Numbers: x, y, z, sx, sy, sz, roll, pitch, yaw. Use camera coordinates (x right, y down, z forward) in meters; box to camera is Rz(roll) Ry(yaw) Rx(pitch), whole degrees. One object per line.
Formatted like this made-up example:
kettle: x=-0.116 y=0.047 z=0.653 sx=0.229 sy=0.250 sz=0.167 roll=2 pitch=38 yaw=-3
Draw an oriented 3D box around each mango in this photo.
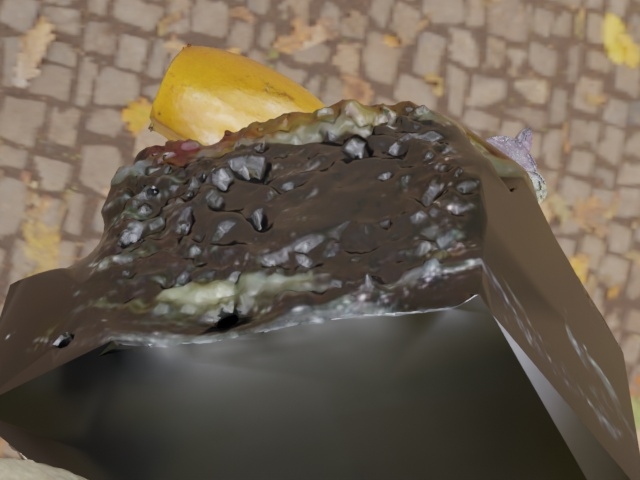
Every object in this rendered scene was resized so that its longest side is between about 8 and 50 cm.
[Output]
mango: x=-0.071 y=-0.136 z=1.646 sx=0.257 sy=0.187 sz=0.138 roll=22 pitch=101 yaw=-6

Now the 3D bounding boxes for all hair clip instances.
hair clip: x=0.271 y=-0.093 z=2.110 sx=0.187 sy=0.056 sz=0.146 roll=-13 pitch=83 yaw=-23

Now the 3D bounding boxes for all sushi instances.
sushi: x=0.001 y=0.038 z=0.684 sx=0.227 sy=0.212 sz=0.215 roll=-26 pitch=126 yaw=23

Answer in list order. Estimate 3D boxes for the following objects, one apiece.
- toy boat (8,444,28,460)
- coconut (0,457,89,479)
toy boat: x=-0.349 y=0.361 z=1.778 sx=0.121 sy=0.089 sz=0.321 roll=-25 pitch=113 yaw=-17
coconut: x=-0.143 y=0.198 z=0.423 sx=0.237 sy=0.266 sz=0.237 roll=23 pitch=56 yaw=-39
